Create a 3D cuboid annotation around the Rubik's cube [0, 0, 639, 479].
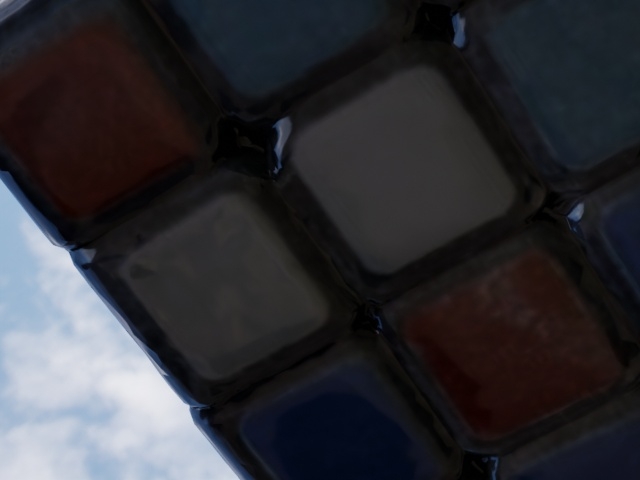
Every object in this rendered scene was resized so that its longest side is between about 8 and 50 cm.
[{"bbox_3d":[0.104,-0.060,0.485,0.293,0.287,0.292,54,-161,-21],"label":"Rubik's cube"}]
